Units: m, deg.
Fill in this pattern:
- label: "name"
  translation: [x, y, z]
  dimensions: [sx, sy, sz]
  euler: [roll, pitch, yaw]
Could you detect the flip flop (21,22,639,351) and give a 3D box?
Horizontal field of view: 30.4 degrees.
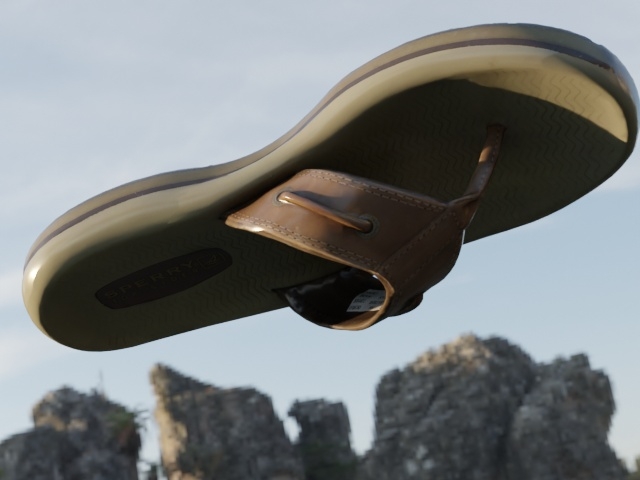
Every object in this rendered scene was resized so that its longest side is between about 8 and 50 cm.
- label: "flip flop"
  translation: [0.000, 0.000, 0.488]
  dimensions: [0.277, 0.080, 0.112]
  euler: [-20, -43, 13]
